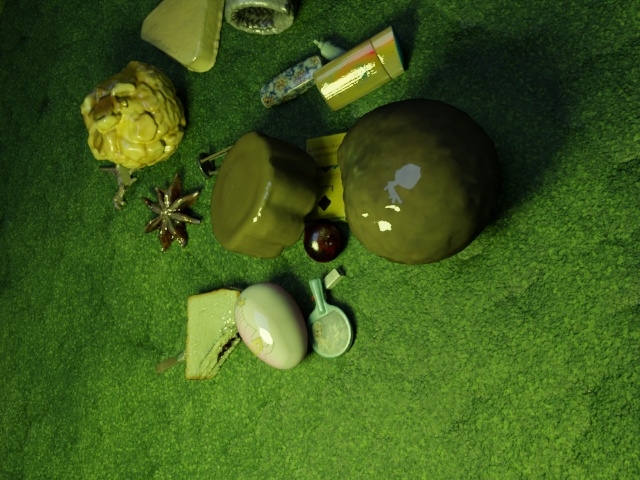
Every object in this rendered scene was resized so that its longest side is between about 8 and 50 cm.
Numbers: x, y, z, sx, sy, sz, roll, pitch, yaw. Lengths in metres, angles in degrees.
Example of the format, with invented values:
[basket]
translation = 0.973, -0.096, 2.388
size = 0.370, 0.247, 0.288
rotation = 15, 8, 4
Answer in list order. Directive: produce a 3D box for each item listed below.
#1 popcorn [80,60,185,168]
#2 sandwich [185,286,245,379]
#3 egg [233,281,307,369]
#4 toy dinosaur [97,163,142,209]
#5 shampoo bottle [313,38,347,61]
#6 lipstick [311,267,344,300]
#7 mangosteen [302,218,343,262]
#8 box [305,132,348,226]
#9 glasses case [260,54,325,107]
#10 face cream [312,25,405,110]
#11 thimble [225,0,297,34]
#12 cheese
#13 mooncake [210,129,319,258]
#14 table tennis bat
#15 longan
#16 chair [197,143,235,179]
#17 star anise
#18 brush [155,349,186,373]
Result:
[popcorn]
translation = -0.666, -0.434, 2.182
size = 0.344, 0.354, 0.390
rotation = -34, 18, 43
[sandwich]
translation = -0.320, 0.295, 1.921
size = 0.254, 0.099, 0.289
rotation = -8, 74, 30
[egg]
translation = -0.144, 0.250, 1.768
size = 0.196, 0.196, 0.271
rotation = -29, 68, 23
[toy dinosaur]
translation = -0.795, -0.258, 2.364
size = 0.200, 0.072, 0.251
rotation = -46, 69, 26
[shampoo bottle]
translation = 0.040, -0.599, 1.933
size = 0.195, 0.056, 0.056
rotation = 43, 102, 31
[lipstick]
translation = 0.014, 0.136, 1.793
size = 0.129, 0.030, 0.030
rotation = -47, 60, 20
[mangosteen]
translation = 0.000, 0.000, 1.789
size = 0.140, 0.140, 0.140
rotation = -8, 75, 30
[box]
translation = 0.023, -0.187, 1.856
size = 0.153, 0.041, 0.279
rotation = -5, 77, 30
[glasses case]
translation = -0.092, -0.518, 1.989
size = 0.247, 0.065, 0.087
rotation = -22, 67, 25
[face cream]
translation = 0.126, -0.516, 1.830
size = 0.285, 0.067, 0.139
rotation = -25, 110, 24
[thimble]
translation = -0.196, -0.809, 2.033
size = 0.245, 0.217, 0.157
rotation = 2, 81, 25
[cheese]
translation = -0.496, -0.786, 2.279
size = 0.383, 0.104, 0.384
rotation = -8, 75, 30
[mooncake]
translation = -0.173, -0.131, 1.832
size = 0.378, 0.200, 0.379
rotation = -28, 54, 48
[table tennis bat]
translation = 0.015, 0.222, 1.753
size = 0.149, 0.038, 0.237
rotation = -21, 79, 30
[longan]
translation = 0.248, -0.149, 1.525
size = 0.403, 0.404, 0.436
rotation = -30, 38, 23
[chair]
translation = -0.335, -0.280, 2.067
size = 0.221, 0.095, 0.104
rotation = -16, 62, 29
[star anise]
translation = -0.533, -0.100, 2.151
size = 0.288, 0.088, 0.289
rotation = 0, 90, 21
[brush]
translation = -0.494, 0.406, 2.047
size = 0.190, 0.027, 0.034
rotation = -27, 64, 25
